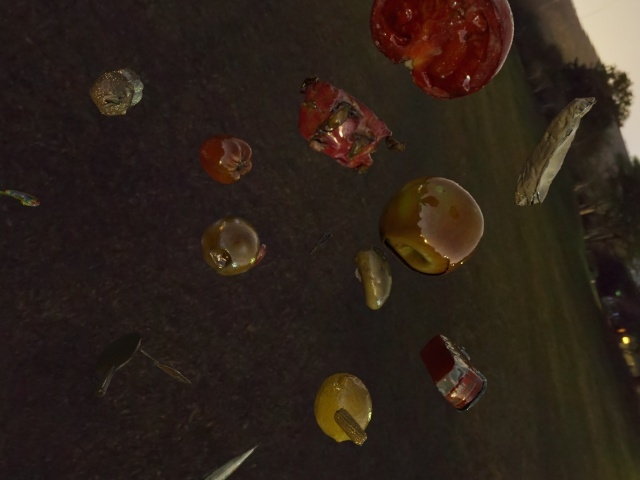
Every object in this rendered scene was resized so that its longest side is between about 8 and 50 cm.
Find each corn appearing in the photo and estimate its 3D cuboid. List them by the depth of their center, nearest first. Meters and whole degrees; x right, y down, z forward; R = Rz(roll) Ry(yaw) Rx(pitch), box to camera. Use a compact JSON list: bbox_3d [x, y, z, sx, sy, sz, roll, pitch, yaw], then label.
[{"bbox_3d":[0.064,0.402,1.094,0.092,0.037,0.037,41,8,37],"label":"corn"}]

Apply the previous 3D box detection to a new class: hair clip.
[{"bbox_3d":[-0.913,-0.132,1.513,0.060,0.188,0.033,0,104,-75],"label":"hair clip"}]

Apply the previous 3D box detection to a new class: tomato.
[{"bbox_3d":[0.212,-0.367,0.845,0.233,0.200,0.139,44,53,-12],"label":"tomato"}]

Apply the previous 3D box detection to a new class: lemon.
[{"bbox_3d":[0.088,0.643,1.964,0.233,0.234,0.288,-49,149,-57],"label":"lemon"}]

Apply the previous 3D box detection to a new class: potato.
[{"bbox_3d":[0.117,0.077,1.080,0.091,0.070,0.138,-67,142,-75],"label":"potato"}]

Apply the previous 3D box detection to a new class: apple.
[{"bbox_3d":[0.247,-0.028,1.160,0.207,0.237,0.237,-42,118,-15],"label":"apple"}]

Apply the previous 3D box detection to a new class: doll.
[{"bbox_3d":[-0.539,-0.382,1.328,0.115,0.105,0.221,20,33,-18],"label":"doll"}]

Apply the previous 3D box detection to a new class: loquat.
[{"bbox_3d":[-0.275,0.013,1.565,0.179,0.179,0.227,64,13,-15],"label":"loquat"}]

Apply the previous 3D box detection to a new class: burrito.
[{"bbox_3d":[0.408,-0.148,0.900,0.058,0.229,0.063,9,39,-13],"label":"burrito"}]

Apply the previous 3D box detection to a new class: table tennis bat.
[{"bbox_3d":[-0.568,0.336,1.393,0.234,0.131,0.022,-91,160,-62],"label":"table tennis bat"}]

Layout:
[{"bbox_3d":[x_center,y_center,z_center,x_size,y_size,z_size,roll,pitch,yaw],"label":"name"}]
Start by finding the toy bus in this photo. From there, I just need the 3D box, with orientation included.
[{"bbox_3d":[0.362,0.361,1.415,0.120,0.121,0.265,41,8,-7],"label":"toy bus"}]

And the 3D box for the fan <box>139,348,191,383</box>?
[{"bbox_3d":[-0.534,0.427,1.719,0.220,0.132,0.009,51,54,-34],"label":"fan"}]

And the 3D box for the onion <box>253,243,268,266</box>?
[{"bbox_3d":[-0.315,0.047,1.828,0.283,0.227,0.120,-176,-84,-78],"label":"onion"}]

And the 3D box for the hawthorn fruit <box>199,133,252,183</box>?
[{"bbox_3d":[-0.336,-0.290,1.780,0.189,0.189,0.189,36,45,-47],"label":"hawthorn fruit"}]

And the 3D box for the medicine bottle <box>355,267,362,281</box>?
[{"bbox_3d":[0.207,0.153,2.109,0.079,0.140,0.079,-10,111,-27],"label":"medicine bottle"}]

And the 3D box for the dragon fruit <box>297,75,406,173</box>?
[{"bbox_3d":[0.046,-0.250,1.172,0.282,0.147,0.211,38,5,-2],"label":"dragon fruit"}]

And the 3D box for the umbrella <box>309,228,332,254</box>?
[{"bbox_3d":[0.001,0.002,1.209,0.020,0.031,0.083,39,84,-31],"label":"umbrella"}]

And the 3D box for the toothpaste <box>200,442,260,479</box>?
[{"bbox_3d":[-0.336,0.794,1.722,0.056,0.314,0.058,56,-6,-30],"label":"toothpaste"}]
